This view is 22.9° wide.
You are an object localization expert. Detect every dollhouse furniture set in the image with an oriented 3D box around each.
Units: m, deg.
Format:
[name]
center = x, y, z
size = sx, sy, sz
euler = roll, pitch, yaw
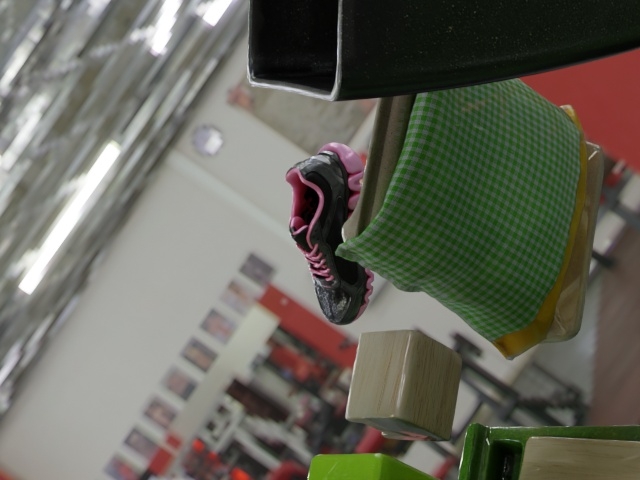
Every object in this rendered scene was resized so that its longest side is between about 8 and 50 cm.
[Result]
[dollhouse furniture set]
center = 0.125, 0.030, 0.867
size = 0.151, 0.197, 0.302
euler = -3, 67, 38

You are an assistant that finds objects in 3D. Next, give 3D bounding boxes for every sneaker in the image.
[sneaker]
center = 0.000, 0.000, 1.008
size = 0.057, 0.047, 0.119
euler = -22, -70, -47

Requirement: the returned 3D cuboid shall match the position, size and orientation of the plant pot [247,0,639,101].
[plant pot]
center = 0.066, -0.160, 0.717
size = 0.187, 0.167, 0.188
euler = -152, 62, -74
